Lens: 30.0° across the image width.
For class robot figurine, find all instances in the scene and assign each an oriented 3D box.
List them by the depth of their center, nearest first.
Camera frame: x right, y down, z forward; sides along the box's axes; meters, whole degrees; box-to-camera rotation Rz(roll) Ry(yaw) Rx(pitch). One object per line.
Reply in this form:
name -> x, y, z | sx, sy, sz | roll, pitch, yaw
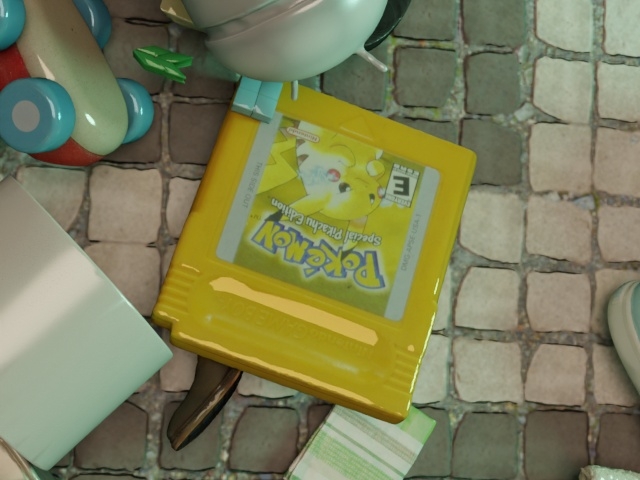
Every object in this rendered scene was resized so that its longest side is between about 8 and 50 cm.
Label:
robot figurine -> -0.061, -0.303, 1.157 | 0.199, 0.300, 0.354 | -40, 112, -32

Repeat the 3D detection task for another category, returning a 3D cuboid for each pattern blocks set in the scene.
pattern blocks set -> -0.085, -0.299, 1.327 | 0.285, 0.026, 0.325 | 29, 69, -5

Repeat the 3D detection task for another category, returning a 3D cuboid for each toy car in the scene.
toy car -> -0.337, -0.142, 1.239 | 0.238, 0.219, 0.210 | -27, 89, 19

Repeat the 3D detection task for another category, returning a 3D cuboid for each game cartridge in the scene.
game cartridge -> 0.000, 0.000, 1.280 | 0.285, 0.053, 0.324 | 20, 65, -6

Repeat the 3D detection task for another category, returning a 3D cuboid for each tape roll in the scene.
tape roll -> -0.287, 0.080, 1.171 | 0.169, 0.246, 0.246 | -42, 91, -11

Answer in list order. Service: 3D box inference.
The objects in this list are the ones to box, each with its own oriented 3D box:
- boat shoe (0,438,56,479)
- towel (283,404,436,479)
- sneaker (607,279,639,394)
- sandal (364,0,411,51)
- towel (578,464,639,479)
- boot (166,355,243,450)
boat shoe -> -0.277, 0.322, 1.235 | 0.112, 0.095, 0.335 | -33, 95, -8
towel -> 0.044, 0.233, 1.321 | 0.113, 0.023, 0.152 | 36, 78, -6
sneaker -> 0.460, 0.192, 1.303 | 0.135, 0.150, 0.366 | -34, 90, -38
sandal -> 0.053, -0.425, 1.322 | 0.167, 0.107, 0.446 | 13, 75, -7
towel -> 0.347, 0.397, 1.314 | 0.187, 0.049, 0.282 | 13, 82, -21
boot -> -0.123, 0.113, 1.283 | 0.106, 0.082, 0.219 | 34, 70, 5
